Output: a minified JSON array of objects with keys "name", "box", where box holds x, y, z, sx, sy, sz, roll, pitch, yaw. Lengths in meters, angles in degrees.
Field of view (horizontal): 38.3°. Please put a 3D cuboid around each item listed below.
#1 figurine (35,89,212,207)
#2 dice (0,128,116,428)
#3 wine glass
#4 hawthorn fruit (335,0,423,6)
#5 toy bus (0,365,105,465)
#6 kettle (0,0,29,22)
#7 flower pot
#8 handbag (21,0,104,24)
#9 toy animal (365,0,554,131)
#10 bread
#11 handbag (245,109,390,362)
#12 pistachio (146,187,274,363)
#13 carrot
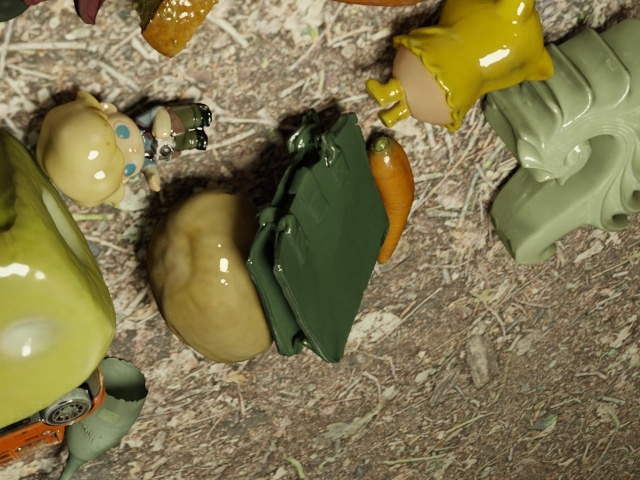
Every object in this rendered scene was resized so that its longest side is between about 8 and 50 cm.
[{"name":"figurine","box":[-0.211,-0.103,1.015,0.196,0.108,0.114,-12,141,-33]},{"name":"dice","box":[-0.364,0.042,0.949,0.233,0.238,0.227,-29,140,-5]},{"name":"wine glass","box":[-0.335,0.358,1.290,0.096,0.264,0.309,20,120,-27]},{"name":"hawthorn fruit","box":[0.033,-0.315,0.900,0.251,0.199,0.199,-13,140,0]},{"name":"toy bus","box":[-0.440,0.222,1.174,0.329,0.143,0.153,-22,150,-15]},{"name":"kettle","box":[-0.310,-0.244,0.718,0.262,0.203,0.308,10,122,-39]},{"name":"flower pot","box":[0.377,-0.131,1.343,0.254,0.164,0.367,-22,141,-5]},{"name":"handbag","box":[-0.164,-0.301,0.750,0.074,0.216,0.203,23,129,-4]},{"name":"toy animal","box":[0.168,-0.217,1.127,0.230,0.156,0.156,-30,142,2]},{"name":"bread","box":[-0.125,-0.274,0.887,0.065,0.103,0.187,12,125,-43]},{"name":"handbag","box":[-0.002,0.000,1.173,0.260,0.079,0.247,68,39,-50]},{"name":"pistachio","box":[-0.130,0.051,1.188,0.181,0.162,0.293,-52,147,-25]},{"name":"carrot","box":[0.103,-0.054,1.322,0.066,0.062,0.271,-56,154,-26]}]
